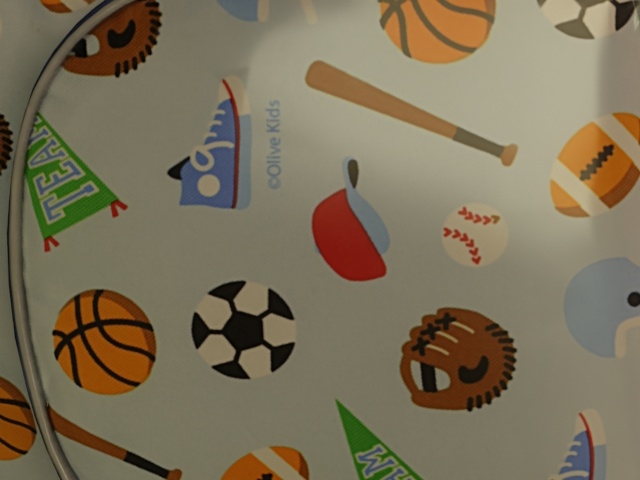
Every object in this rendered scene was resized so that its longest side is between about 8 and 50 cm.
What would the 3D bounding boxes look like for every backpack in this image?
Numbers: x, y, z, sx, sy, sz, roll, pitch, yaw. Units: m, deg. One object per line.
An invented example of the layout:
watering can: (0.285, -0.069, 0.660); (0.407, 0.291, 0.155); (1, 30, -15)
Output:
backpack: (0.000, 0.000, 0.614); (0.263, 0.213, 0.276); (-3, 95, 14)
